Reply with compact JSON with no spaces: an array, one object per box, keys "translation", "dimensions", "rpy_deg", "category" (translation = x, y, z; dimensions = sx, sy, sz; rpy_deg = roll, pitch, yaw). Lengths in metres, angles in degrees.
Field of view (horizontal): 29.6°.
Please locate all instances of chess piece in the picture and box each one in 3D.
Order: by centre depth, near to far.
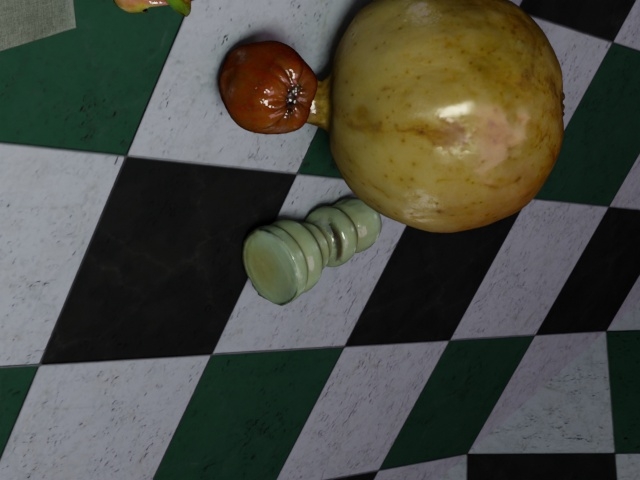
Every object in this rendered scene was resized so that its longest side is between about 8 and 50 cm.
[{"translation":[0.000,0.000,1.991],"dimensions":[0.243,0.133,0.133],"rpy_deg":[-28,140,-40],"category":"chess piece"}]

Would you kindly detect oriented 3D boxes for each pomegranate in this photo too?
[{"translation":[0.153,-0.196,1.795],"dimensions":[0.410,0.410,0.410],"rpy_deg":[-29,140,-28],"category":"pomegranate"}]

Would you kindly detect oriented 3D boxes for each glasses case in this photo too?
[{"translation":[-0.380,-0.252,1.381],"dimensions":[0.205,0.047,0.071],"rpy_deg":[-25,134,-31],"category":"glasses case"}]

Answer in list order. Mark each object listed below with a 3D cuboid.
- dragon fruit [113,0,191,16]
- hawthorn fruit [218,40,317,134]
[{"translation":[-0.175,-0.364,1.377],"dimensions":[0.224,0.224,0.227],"rpy_deg":[-44,147,-9],"category":"dragon fruit"},{"translation":[-0.080,-0.215,1.680],"dimensions":[0.133,0.138,0.133],"rpy_deg":[-20,121,-36],"category":"hawthorn fruit"}]
